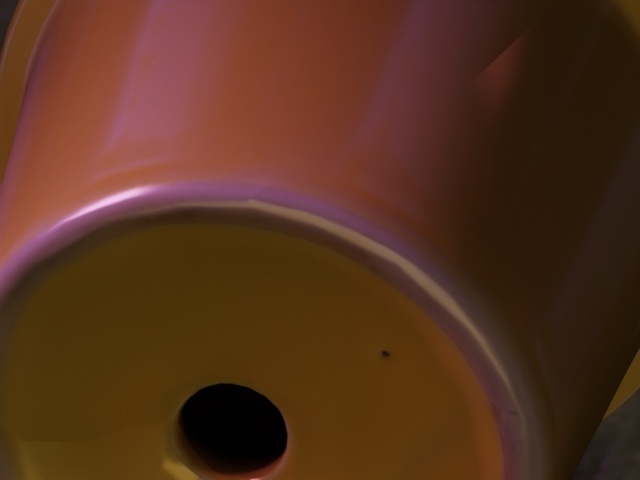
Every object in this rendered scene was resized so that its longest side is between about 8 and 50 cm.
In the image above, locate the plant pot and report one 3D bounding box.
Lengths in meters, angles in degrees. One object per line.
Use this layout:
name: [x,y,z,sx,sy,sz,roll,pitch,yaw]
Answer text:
plant pot: [0.000,0.000,0.622,0.254,0.239,0.254,6,119,10]
